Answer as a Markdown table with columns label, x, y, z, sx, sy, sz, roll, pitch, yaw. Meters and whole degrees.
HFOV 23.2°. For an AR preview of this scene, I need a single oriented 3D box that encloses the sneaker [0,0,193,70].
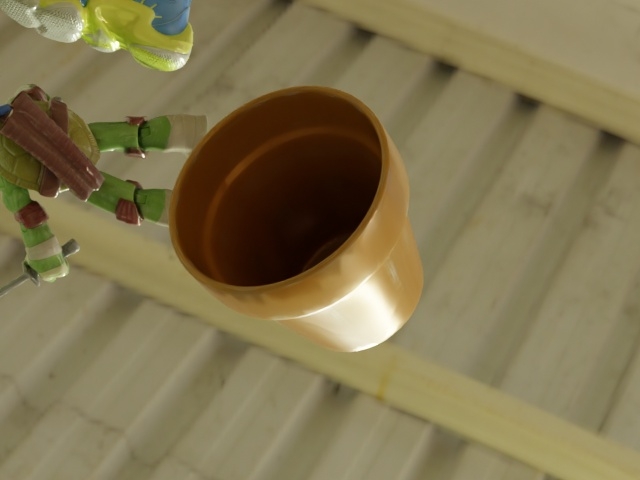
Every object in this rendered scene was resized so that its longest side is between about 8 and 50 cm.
| label | x | y | z | sx | sy | sz | roll | pitch | yaw |
| --- | --- | --- | --- | --- | --- | --- | --- | --- | --- |
| sneaker | -0.252 | -0.284 | 1.783 | 0.240 | 0.091 | 0.126 | 20 | -104 | -27 |

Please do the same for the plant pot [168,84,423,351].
| label | x | y | z | sx | sy | sz | roll | pitch | yaw |
| --- | --- | --- | --- | --- | --- | --- | --- | --- | --- |
| plant pot | 0.000 | 0.000 | 1.373 | 0.205 | 0.188 | 0.205 | -14 | -126 | 20 |

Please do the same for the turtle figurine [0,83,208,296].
| label | x | y | z | sx | sy | sz | roll | pitch | yaw |
| --- | --- | --- | --- | --- | --- | --- | --- | --- | --- |
| turtle figurine | -0.259 | -0.061 | 1.603 | 0.266 | 0.274 | 0.198 | 6 | -144 | -12 |
